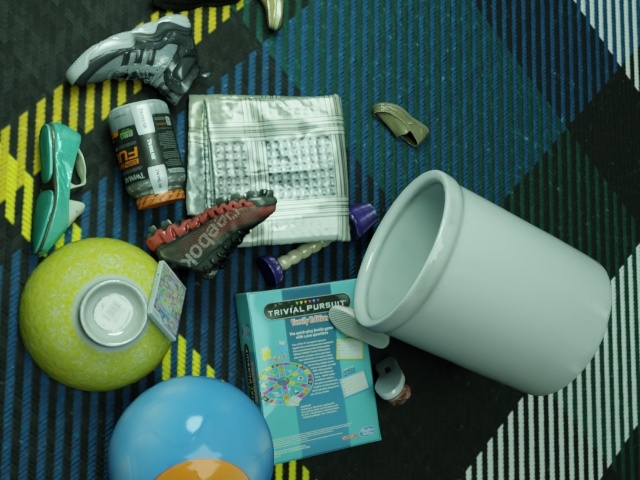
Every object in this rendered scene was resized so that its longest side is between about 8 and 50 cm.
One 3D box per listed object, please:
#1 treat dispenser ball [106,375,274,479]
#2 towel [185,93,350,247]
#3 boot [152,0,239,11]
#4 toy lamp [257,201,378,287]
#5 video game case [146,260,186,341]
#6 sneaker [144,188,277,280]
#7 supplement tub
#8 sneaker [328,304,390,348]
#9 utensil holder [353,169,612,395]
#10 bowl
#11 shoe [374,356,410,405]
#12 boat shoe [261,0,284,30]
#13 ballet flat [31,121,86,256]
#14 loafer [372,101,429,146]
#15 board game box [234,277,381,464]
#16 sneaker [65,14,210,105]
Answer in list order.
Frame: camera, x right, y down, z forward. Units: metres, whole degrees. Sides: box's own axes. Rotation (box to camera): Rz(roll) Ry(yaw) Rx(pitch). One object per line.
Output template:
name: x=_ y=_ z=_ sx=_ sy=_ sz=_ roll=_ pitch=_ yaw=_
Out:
treat dispenser ball: x=-0.225 y=0.381 z=1.409 sx=0.288 sy=0.288 sz=0.288 roll=3 pitch=83 yaw=-24
towel: x=-0.106 y=-0.143 z=1.599 sx=0.325 sy=0.056 sz=0.312 roll=-2 pitch=85 yaw=-7
boot: x=-0.261 y=-0.540 z=1.614 sx=0.198 sy=0.077 sz=0.137 roll=-15 pitch=86 yaw=-38
toy lamp: x=0.000 y=0.000 z=1.667 sx=0.275 sy=0.080 sz=0.080 roll=-28 pitch=96 yaw=-24
video game case: x=-0.275 y=0.108 z=1.446 sx=0.122 sy=0.011 sz=0.087 roll=-86 pitch=156 yaw=-43
sneaker: x=-0.190 y=-0.004 z=1.493 sx=0.276 sy=0.098 sz=0.135 roll=-22 pitch=86 yaw=19
supplement tub: x=-0.323 y=-0.160 z=1.514 sx=0.117 sy=0.117 sz=0.190 roll=-15 pitch=90 yaw=-25
sneaker: x=0.083 y=0.161 z=1.621 sx=0.134 sy=0.051 sz=0.070 roll=28 pitch=34 yaw=2
utensil holder: x=0.310 y=0.094 z=1.557 sx=0.386 sy=0.328 sz=0.327 roll=26 pitch=74 yaw=-14
bowl: x=-0.380 y=0.130 z=1.437 sx=0.290 sy=0.156 sz=0.289 roll=3 pitch=83 yaw=-25
shoe: x=0.155 y=0.307 z=1.659 sx=0.064 sy=0.178 sz=0.081 roll=-27 pitch=100 yaw=6
boat shoe: x=-0.116 y=-0.528 z=1.683 sx=0.072 sy=0.068 sz=0.189 roll=-1 pitch=75 yaw=-12
ballet flat: x=-0.469 y=-0.091 z=1.464 sx=0.087 sy=0.083 sz=0.247 roll=7 pitch=83 yaw=-38
loafer: x=0.177 y=-0.257 z=1.785 sx=0.148 sy=0.056 sz=0.050 roll=25 pitch=69 yaw=-20
board game box: x=-0.025 y=0.257 z=1.626 sx=0.254 sy=0.079 sz=0.335 roll=-6 pitch=87 yaw=-26
sneaker: x=-0.335 y=-0.319 z=1.532 sx=0.269 sy=0.101 sz=0.153 roll=-32 pitch=95 yaw=-26
